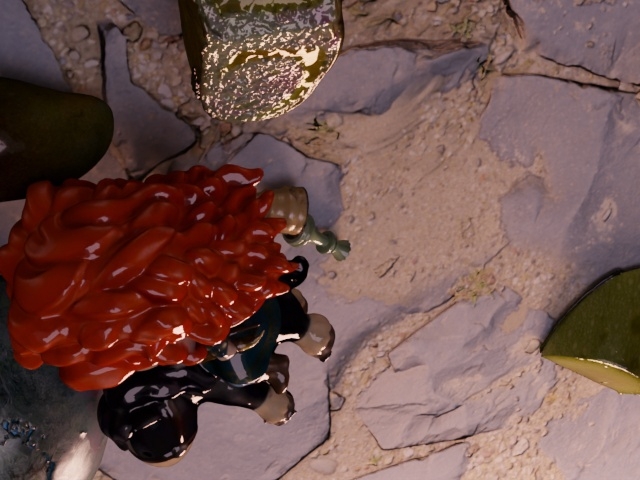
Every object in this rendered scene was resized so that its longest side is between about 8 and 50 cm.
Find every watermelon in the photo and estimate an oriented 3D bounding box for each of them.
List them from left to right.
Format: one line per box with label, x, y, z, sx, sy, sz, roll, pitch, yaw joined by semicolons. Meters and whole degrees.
watermelon;-0.298;0.208;1.853;0.175;0.188;0.322;-13;129;-14

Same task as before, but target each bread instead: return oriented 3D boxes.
bread;-0.068;-0.250;1.657;0.158;0.156;0.261;-10;152;-10

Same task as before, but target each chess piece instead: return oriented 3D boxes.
chess piece;-0.100;-0.042;1.858;0.172;0.060;0.060;7;119;-26
chess piece;0.000;0.000;1.944;0.093;0.042;0.042;27;108;-42

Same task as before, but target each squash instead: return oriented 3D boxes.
squash;0.411;0.130;2.189;0.192;0.085;0.184;23;111;-36

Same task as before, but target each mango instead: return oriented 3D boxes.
mango;-0.331;-0.102;1.676;0.267;0.111;0.133;-8;113;-26

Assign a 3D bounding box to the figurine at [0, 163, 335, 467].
figurine;-0.155;0.080;1.749;0.306;0.241;0.412;-26;141;-1
